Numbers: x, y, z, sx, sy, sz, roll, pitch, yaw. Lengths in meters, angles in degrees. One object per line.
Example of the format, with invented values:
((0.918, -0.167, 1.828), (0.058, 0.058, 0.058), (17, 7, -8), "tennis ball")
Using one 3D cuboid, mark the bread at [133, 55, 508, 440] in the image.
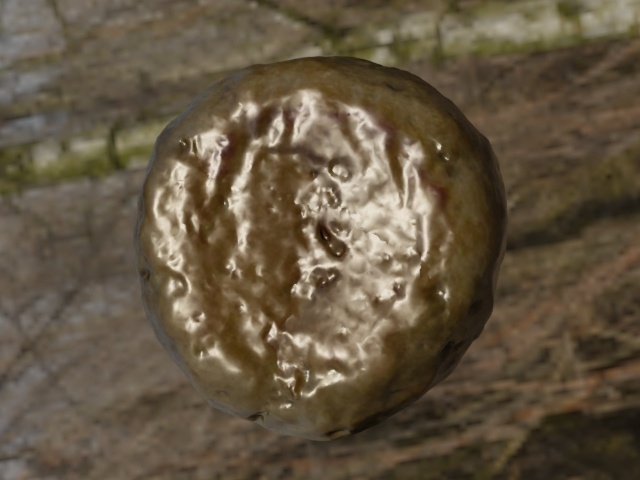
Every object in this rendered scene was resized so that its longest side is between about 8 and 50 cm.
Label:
((0.000, 0.000, 1.072), (0.123, 0.230, 0.230), (-8, -91, -78), "bread")
